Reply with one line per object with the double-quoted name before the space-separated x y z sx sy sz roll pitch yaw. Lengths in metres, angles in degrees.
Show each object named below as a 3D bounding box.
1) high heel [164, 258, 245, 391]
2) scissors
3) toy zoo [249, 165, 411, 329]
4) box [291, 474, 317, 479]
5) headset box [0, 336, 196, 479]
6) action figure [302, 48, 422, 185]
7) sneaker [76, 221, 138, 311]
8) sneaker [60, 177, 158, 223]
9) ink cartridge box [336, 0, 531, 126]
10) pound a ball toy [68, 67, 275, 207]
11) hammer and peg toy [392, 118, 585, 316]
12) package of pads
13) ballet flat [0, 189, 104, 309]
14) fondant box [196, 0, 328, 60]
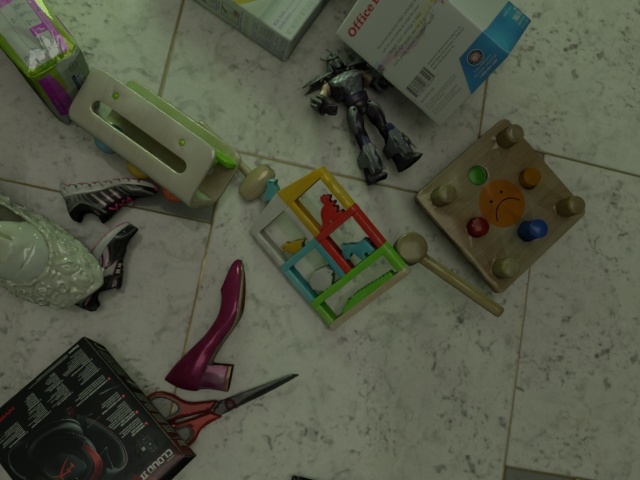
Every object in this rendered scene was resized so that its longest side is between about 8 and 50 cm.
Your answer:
"high heel" -0.204 0.148 1.116 0.117 0.082 0.244 8 85 1
"scissors" -0.179 0.312 1.120 0.297 0.021 0.109 -6 80 -12
"toy zoo" 0.000 0.000 1.136 0.192 0.030 0.293 -39 90 23
"box" 0.013 0.503 1.118 0.162 0.029 0.116 15 79 -6
"headset box" -0.364 0.340 1.001 0.218 0.110 0.293 -43 77 -13
"action figure" 0.083 -0.257 1.211 0.185 0.099 0.285 -28 84 -8
"sneaker" -0.378 0.049 1.103 0.077 0.072 0.178 38 89 -8
"sneaker" -0.379 -0.069 1.118 0.170 0.063 0.074 -7 85 -8
"ink cartridge box" 0.214 -0.404 1.169 0.270 0.198 0.197 41 45 -2
"pound a ball toy" -0.264 -0.158 1.117 0.319 0.208 0.135 36 101 9
"hammer and peg toy" 0.317 -0.030 1.203 0.361 0.127 0.266 -42 91 -10
"package of pads" -0.512 -0.368 1.052 0.101 0.229 0.296 -37 89 -13
"ballet flat" -0.554 -0.017 1.012 0.409 0.147 0.147 33 77 6
"fondant box" -0.136 -0.551 1.215 0.330 0.096 0.238 33 77 -3
